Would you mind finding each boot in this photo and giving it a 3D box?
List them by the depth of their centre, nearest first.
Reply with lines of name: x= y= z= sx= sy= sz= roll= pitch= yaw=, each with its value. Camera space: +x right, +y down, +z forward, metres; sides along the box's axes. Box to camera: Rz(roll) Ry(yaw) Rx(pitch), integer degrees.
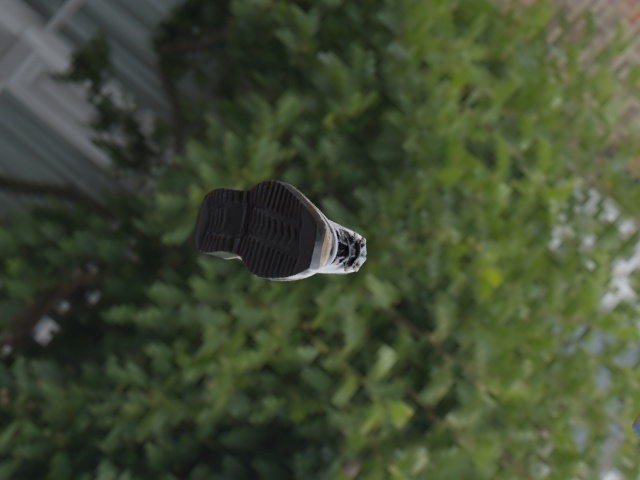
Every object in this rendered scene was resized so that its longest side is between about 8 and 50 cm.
boot: x=0.000 y=0.000 z=1.525 sx=0.198 sy=0.137 sz=0.077 roll=22 pitch=-84 yaw=62

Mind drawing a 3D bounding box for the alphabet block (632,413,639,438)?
alphabet block: x=0.392 y=0.145 z=1.451 sx=0.197 sy=0.193 sz=0.192 roll=-56 pitch=-158 yaw=10
